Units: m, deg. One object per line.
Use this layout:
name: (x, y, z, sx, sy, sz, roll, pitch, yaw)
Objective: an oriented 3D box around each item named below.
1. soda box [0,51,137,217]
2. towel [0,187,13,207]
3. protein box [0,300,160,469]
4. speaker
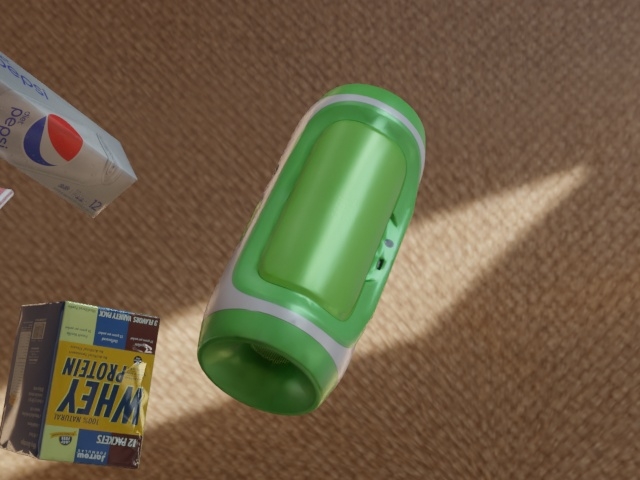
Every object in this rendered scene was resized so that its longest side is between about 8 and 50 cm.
soda box: (-0.382, -0.148, 1.517, 0.091, 0.286, 0.098, -40, 47, 10)
towel: (-0.637, -0.059, 1.909, 0.197, 0.144, 0.029, 5, 117, 6)
protein box: (-0.329, 0.194, 1.517, 0.136, 0.200, 0.201, 13, 79, -30)
speaker: (0.000, 0.000, 0.977, 0.131, 0.131, 0.296, 15, 53, 12)
